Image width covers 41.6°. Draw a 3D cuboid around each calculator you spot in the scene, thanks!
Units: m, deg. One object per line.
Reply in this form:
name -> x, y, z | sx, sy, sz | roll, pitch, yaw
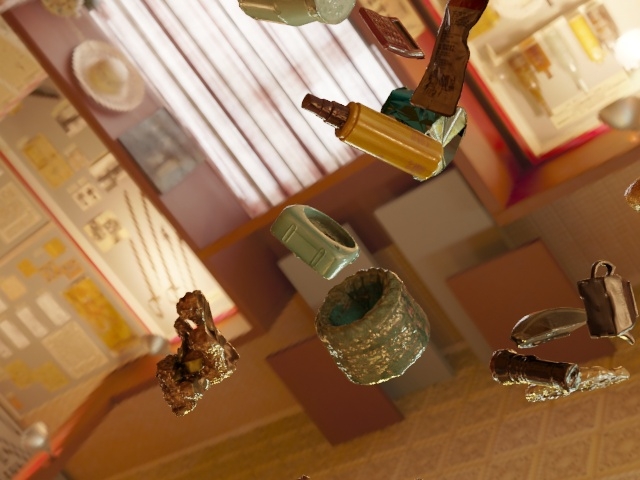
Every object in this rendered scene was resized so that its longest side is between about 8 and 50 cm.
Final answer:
calculator -> 0.164, -0.479, 1.963 | 0.034, 0.126, 0.190 | -41, 160, 30

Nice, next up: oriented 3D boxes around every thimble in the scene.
thimble -> 0.094, 0.160, 1.623 | 0.198, 0.143, 0.235 | -38, -160, -5

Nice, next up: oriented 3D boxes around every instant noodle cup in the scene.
instant noodle cup -> 0.269, -0.305, 2.342 | 0.240, 0.178, 0.240 | -38, 148, -29

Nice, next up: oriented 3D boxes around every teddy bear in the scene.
teddy bear -> -0.331, 0.280, 2.081 | 0.223, 0.296, 0.246 | -23, -128, 2

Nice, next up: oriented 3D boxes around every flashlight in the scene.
flashlight -> 0.517, 0.313, 2.028 | 0.093, 0.093, 0.232 | -44, -157, -29

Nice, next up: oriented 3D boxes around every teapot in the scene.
teapot -> 0.585, 0.124, 1.675 | 0.096, 0.177, 0.087 | -12, 174, -20

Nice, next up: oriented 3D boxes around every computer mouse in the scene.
computer mouse -> 0.568, 0.202, 2.082 | 0.231, 0.071, 0.126 | -13, 158, -16

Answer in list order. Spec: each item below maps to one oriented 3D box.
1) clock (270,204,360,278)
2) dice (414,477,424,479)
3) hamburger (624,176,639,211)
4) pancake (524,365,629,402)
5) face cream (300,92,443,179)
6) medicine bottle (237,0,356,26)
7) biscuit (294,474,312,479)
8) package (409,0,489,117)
clock -> 0.000, 0.000, 2.322 | 0.094, 0.223, 0.274 | -52, 168, 15
dice -> 0.196, 0.638, 1.469 | 0.318, 0.330, 0.322 | 15, -126, 42
hamburger -> 0.884, -0.132, 2.075 | 0.244, 0.163, 0.244 | -33, 163, -11
pancake -> 0.691, 0.387, 2.283 | 0.283, 0.049, 0.282 | -8, 161, -3
face cream -> 0.090, -0.196, 1.516 | 0.078, 0.273, 0.078 | -50, -153, 38
medicine bottle -> -0.065, -0.728, 2.395 | 0.290, 0.245, 0.245 | 21, -128, 35
biscuit -> -0.074, 0.722, 2.078 | 0.064, 0.283, 0.432 | 26, -160, 40
package -> 0.251, -0.366, 1.648 | 0.154, 0.030, 0.239 | 40, -62, 60
